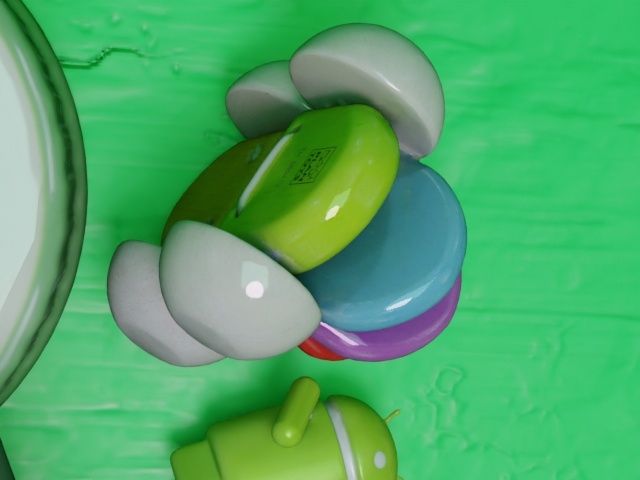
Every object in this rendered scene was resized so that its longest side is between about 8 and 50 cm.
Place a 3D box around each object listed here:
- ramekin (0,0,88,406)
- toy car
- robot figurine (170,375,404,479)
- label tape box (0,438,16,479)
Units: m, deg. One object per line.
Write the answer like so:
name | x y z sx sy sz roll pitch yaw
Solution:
ramekin | -0.249 -0.021 0.706 0.303 0.148 0.303 -1 93 -12
toy car | 0.000 0.000 0.747 0.136 0.182 0.159 39 70 -15
robot figurine | -0.014 0.114 0.802 0.115 0.067 0.101 -12 122 -11
label tape box | -0.217 0.220 0.658 0.249 0.115 0.348 -17 129 -9
